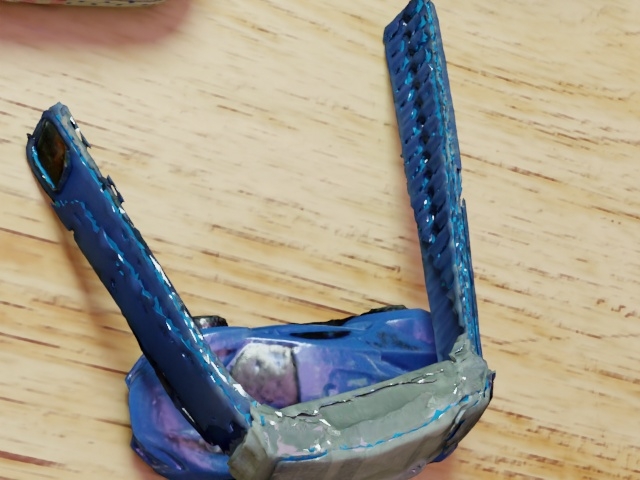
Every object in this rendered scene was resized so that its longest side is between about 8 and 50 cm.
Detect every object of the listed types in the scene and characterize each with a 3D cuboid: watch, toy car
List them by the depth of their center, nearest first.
[{"bbox_3d":[0.013,0.001,0.917,0.276,0.068,0.274,-22,64,-26],"label":"watch"},{"bbox_3d":[-0.007,0.090,0.932,0.216,0.063,0.103,-3,81,-26],"label":"toy car"}]

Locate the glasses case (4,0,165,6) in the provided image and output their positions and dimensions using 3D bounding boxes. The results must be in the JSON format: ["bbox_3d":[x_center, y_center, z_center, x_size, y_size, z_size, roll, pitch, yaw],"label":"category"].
[{"bbox_3d":[-0.213,-0.199,0.882,0.327,0.076,0.125,1,81,-25],"label":"glasses case"}]
